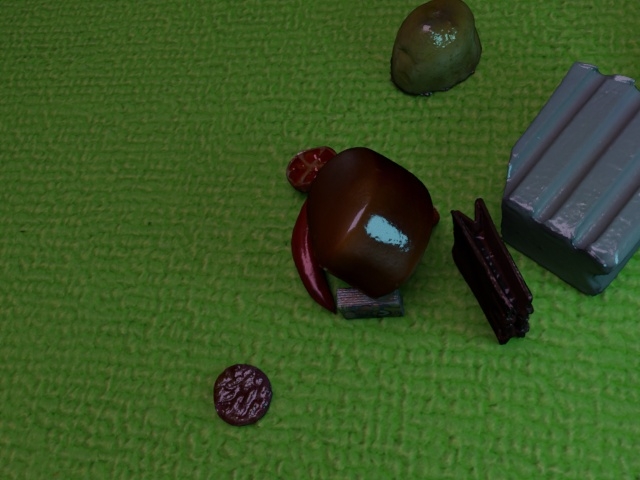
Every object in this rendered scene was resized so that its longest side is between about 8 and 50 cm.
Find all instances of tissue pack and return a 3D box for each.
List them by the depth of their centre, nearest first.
[{"bbox_3d":[0.119,0.146,1.551,0.148,0.108,0.060,-5,66,13],"label":"tissue pack"}]

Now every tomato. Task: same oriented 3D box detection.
[{"bbox_3d":[-0.014,-0.182,1.762,0.156,0.069,0.155,-14,45,14],"label":"tomato"}]

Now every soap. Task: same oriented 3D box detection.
[{"bbox_3d":[0.623,-0.143,1.508,0.350,0.213,0.435,35,77,23],"label":"soap"}]

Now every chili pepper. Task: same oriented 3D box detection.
[{"bbox_3d":[-0.007,0.003,1.675,0.137,0.092,0.368,11,70,-10],"label":"chili pepper"}]

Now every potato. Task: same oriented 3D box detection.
[{"bbox_3d":[0.314,-0.546,1.783,0.286,0.242,0.242,-28,61,-4],"label":"potato"}]

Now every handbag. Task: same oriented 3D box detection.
[{"bbox_3d":[0.373,0.072,1.439,0.084,0.260,0.275,-21,63,1],"label":"handbag"}]

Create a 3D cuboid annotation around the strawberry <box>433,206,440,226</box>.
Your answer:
[{"bbox_3d":[0.245,-0.058,1.633,0.106,0.106,0.106,-6,64,11],"label":"strawberry"}]

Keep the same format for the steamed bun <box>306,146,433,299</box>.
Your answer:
[{"bbox_3d":[0.112,-0.070,1.504,0.248,0.235,0.379,-50,23,22],"label":"steamed bun"}]

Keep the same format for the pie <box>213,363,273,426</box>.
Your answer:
[{"bbox_3d":[-0.188,0.367,1.560,0.155,0.036,0.154,-6,62,12],"label":"pie"}]
